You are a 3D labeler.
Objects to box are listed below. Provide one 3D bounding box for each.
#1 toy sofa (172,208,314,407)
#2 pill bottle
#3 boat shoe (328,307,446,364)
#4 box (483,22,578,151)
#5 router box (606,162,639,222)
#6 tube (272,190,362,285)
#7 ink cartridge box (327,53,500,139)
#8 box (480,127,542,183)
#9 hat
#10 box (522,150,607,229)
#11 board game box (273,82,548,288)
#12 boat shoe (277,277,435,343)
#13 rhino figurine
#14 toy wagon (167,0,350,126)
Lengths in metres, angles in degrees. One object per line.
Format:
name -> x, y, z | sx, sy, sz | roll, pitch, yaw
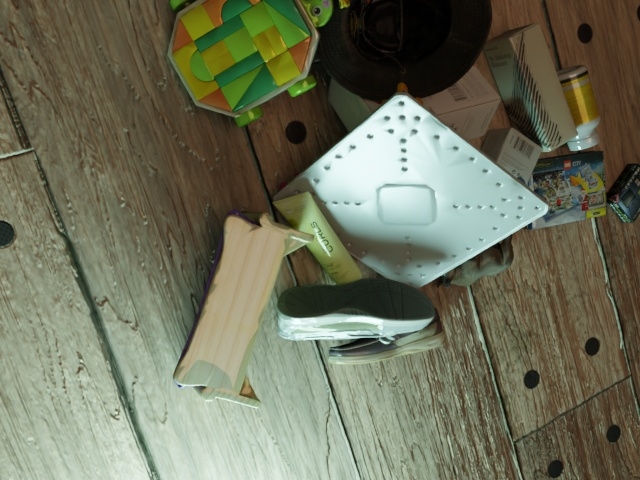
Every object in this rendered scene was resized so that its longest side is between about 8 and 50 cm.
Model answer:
toy sofa -> -0.162, 0.122, 1.512 | 0.177, 0.150, 0.362 | 18, 86, -20
pill bottle -> 0.594, -0.309, 1.846 | 0.103, 0.103, 0.184 | -25, 104, -21
boat shoe -> 0.140, 0.204, 1.688 | 0.285, 0.103, 0.092 | -9, 90, -25
box -> 0.476, -0.341, 1.787 | 0.094, 0.113, 0.275 | -30, 104, -18
router box -> 0.780, -0.119, 1.982 | 0.092, 0.038, 0.122 | 43, 77, -22
tube -> 0.000, 0.000, 1.604 | 0.070, 0.062, 0.240 | -36, 118, -1
ink cartridge box -> 0.184, -0.289, 1.603 | 0.283, 0.117, 0.207 | -16, 59, -22
box -> 0.423, -0.188, 1.787 | 0.101, 0.087, 0.102 | 29, 83, -24
hat -> 0.158, -0.413, 1.507 | 0.331, 0.134, 0.331 | 1, 96, 12
box -> 0.580, -0.123, 1.887 | 0.233, 0.044, 0.159 | -10, 98, -23
board game box -> 0.170, -0.085, 1.549 | 0.390, 0.390, 0.050 | 32, 45, -23
boat shoe -> 0.071, 0.153, 1.610 | 0.321, 0.118, 0.103 | -3, 134, -8
rhino figurine -> 0.334, 0.046, 1.774 | 0.243, 0.073, 0.106 | -19, 99, -21
toy wagon -> -0.110, -0.384, 1.455 | 0.344, 0.068, 0.267 | -27, 97, 13
